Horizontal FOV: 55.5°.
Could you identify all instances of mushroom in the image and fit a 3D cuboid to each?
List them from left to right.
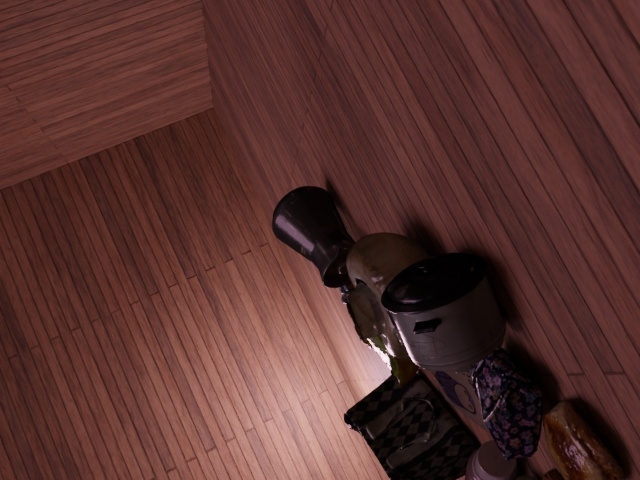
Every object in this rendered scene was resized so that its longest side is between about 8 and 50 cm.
[{"bbox_3d":[0.192,0.146,1.609,0.352,0.260,0.352,156,90,-86],"label":"mushroom"}]

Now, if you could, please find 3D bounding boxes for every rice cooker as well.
[{"bbox_3d":[0.268,0.144,1.335,0.227,0.241,0.280,65,-147,-17],"label":"rice cooker"}]

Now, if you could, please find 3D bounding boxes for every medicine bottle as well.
[{"bbox_3d":[0.471,0.643,1.666,0.147,0.147,0.247,56,164,39],"label":"medicine bottle"}]

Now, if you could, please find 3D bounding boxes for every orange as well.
[{"bbox_3d":[0.224,0.295,1.923,0.262,0.196,0.334,-104,-3,-74],"label":"orange"}]

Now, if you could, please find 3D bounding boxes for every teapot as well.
[{"bbox_3d":[0.000,0.000,2.203,0.344,0.253,0.300,52,164,33],"label":"teapot"}]

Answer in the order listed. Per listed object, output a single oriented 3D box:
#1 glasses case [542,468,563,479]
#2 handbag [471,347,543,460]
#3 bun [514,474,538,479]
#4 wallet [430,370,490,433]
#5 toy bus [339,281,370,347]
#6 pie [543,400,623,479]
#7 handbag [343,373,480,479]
[{"bbox_3d":[0.565,0.607,1.379,0.170,0.041,0.064,-118,10,-61],"label":"glasses case"},{"bbox_3d":[0.414,0.351,1.356,0.208,0.127,0.228,-103,2,-62],"label":"handbag"},{"bbox_3d":[0.528,0.709,1.546,0.126,0.204,0.212,24,179,37],"label":"bun"},{"bbox_3d":[0.383,0.377,1.699,0.335,0.068,0.275,68,166,-18],"label":"wallet"},{"bbox_3d":[0.171,0.259,2.245,0.265,0.120,0.121,63,168,8],"label":"toy bus"},{"bbox_3d":[0.506,0.413,1.204,0.179,0.084,0.205,61,170,21],"label":"pie"},{"bbox_3d":[0.291,0.651,2.033,0.416,0.317,0.180,51,168,50],"label":"handbag"}]
